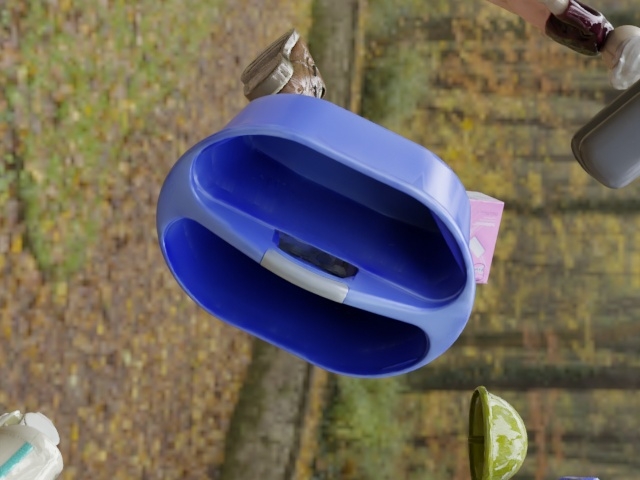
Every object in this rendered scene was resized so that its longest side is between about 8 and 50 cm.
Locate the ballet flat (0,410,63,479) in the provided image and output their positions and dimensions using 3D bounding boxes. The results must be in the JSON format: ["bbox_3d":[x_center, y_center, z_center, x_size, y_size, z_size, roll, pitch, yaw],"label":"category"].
[{"bbox_3d":[-0.232,0.168,0.985,0.248,0.086,0.086,157,-65,-73],"label":"ballet flat"}]

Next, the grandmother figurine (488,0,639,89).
[{"bbox_3d":[0.341,-0.324,1.843,0.104,0.342,0.208,-60,163,12],"label":"grandmother figurine"}]

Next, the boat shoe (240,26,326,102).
[{"bbox_3d":[-0.052,-0.235,1.971,0.104,0.110,0.307,45,19,-15],"label":"boat shoe"}]

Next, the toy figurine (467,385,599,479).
[{"bbox_3d":[0.282,0.355,1.489,0.191,0.217,0.363,75,15,-59],"label":"toy figurine"}]

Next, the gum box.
[{"bbox_3d":[0.135,-0.010,1.614,0.062,0.188,0.107,31,-66,60],"label":"gum box"}]

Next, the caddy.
[{"bbox_3d":[0.000,0.000,1.351,0.179,0.341,0.241,-66,-179,-59],"label":"caddy"}]

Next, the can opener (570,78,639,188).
[{"bbox_3d":[0.312,-0.121,0.902,0.095,0.283,0.076,49,8,-7],"label":"can opener"}]
